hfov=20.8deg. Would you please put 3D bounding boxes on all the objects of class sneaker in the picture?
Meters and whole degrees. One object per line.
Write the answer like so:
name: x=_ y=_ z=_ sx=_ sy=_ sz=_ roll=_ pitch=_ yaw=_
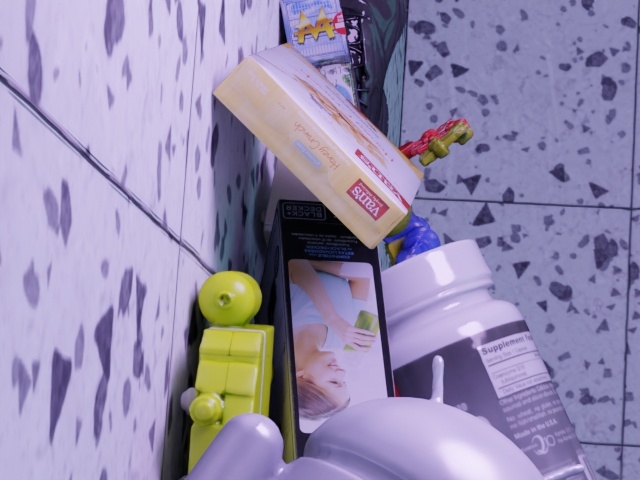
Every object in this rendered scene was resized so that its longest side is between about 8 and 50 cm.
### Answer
sneaker: x=0.033 y=-0.194 z=1.916 sx=0.130 sy=0.109 sz=0.286 roll=-61 pitch=153 yaw=-65

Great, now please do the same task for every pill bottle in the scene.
pill bottle: x=0.138 y=0.155 z=1.621 sx=0.161 sy=0.161 sz=0.283 roll=59 pitch=7 yaw=-80

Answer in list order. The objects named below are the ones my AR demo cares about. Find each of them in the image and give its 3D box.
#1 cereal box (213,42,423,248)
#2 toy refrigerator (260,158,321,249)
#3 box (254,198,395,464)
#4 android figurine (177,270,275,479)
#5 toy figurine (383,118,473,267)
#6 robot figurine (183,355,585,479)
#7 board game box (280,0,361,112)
cereal box: x=0.005 y=-0.084 z=1.420 sx=0.047 sy=0.173 sz=0.240 roll=-45 pitch=-177 yaw=10
toy refrigerator: x=0.000 y=0.000 z=1.698 sx=0.269 sy=0.094 sz=0.102 roll=83 pitch=16 yaw=-69
box: x=0.002 y=0.126 z=1.452 sx=0.169 sy=0.087 sz=0.290 roll=103 pitch=-12 yaw=-46
android figurine: x=-0.068 y=0.146 z=1.283 sx=0.273 sy=0.056 sz=0.248 roll=-14 pitch=108 yaw=-86
toy figurine: x=0.134 y=-0.002 z=1.999 sx=0.217 sy=0.191 sz=0.362 roll=60 pitch=1 yaw=-5
robot figurine: x=0.027 y=0.247 z=1.126 sx=0.353 sy=0.300 sz=0.200 roll=-52 pitch=-170 yaw=-18
board game box: x=0.006 y=-0.149 z=1.725 sx=0.194 sy=0.060 sz=0.194 roll=74 pitch=7 yaw=-61
